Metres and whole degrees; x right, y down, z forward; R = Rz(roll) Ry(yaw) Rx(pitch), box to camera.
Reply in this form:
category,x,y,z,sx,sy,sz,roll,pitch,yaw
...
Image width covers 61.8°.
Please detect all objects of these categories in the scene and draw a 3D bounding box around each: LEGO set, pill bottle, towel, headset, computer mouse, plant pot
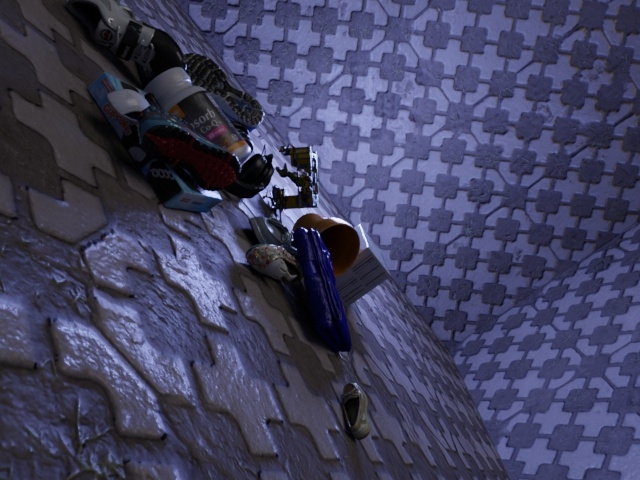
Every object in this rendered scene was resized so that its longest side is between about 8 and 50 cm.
category,x,y,z,sx,sy,sz,roll,pitch,yaw
LEGO set,-0.113,-0.205,1.831,0.331,0.192,0.255,-74,161,-76
pill bottle,-0.320,-0.290,1.373,0.278,0.162,0.162,52,10,-4
towel,0.017,0.133,1.460,0.228,0.076,0.308,56,17,-58
headset,-0.258,-0.235,1.673,0.243,0.185,0.394,54,25,4
computer mouse,-0.367,-0.277,1.113,0.106,0.042,0.193,54,14,3
plant pot,0.000,0.000,1.821,0.205,0.205,0.188,45,-3,-39

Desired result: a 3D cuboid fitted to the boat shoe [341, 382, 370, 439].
category,x,y,z,sx,sy,sz,roll,pitch,yaw
boat shoe,0.074,0.376,1.210,0.048,0.056,0.153,53,16,-29

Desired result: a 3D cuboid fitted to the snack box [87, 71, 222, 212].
category,x,y,z,sx,sy,sz,roll,pitch,yaw
snack box,-0.361,-0.210,1.192,0.322,0.060,0.187,55,11,8

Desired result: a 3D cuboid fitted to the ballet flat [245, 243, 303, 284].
category,x,y,z,sx,sy,sz,roll,pitch,yaw
ballet flat,-0.103,0.065,1.356,0.077,0.091,0.241,52,11,22

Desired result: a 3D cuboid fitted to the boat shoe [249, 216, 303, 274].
category,x,y,z,sx,sy,sz,roll,pitch,yaw
boat shoe,-0.097,0.003,1.560,0.320,0.103,0.118,41,16,-53

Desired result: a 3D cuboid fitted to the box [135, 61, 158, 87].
category,x,y,z,sx,sy,sz,roll,pitch,yaw
box,-0.453,-0.448,1.598,0.183,0.059,0.233,42,14,-48

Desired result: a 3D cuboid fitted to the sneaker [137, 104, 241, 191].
category,x,y,z,sx,sy,sz,roll,pitch,yaw
sneaker,-0.269,-0.202,1.125,0.262,0.104,0.125,35,20,-54

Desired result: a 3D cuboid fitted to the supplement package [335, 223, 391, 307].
category,x,y,z,sx,sy,sz,roll,pitch,yaw
supplement package,0.123,0.087,1.996,0.145,0.204,0.262,49,11,-18

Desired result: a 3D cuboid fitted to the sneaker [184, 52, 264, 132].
category,x,y,z,sx,sy,sz,roll,pitch,yaw
sneaker,-0.342,-0.453,1.708,0.330,0.147,0.130,42,54,-8

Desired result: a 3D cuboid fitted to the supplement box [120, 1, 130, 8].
category,x,y,z,sx,sy,sz,roll,pitch,yaw
supplement box,-0.635,-0.714,1.671,0.036,0.062,0.098,53,10,-10

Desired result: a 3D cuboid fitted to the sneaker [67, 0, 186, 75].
category,x,y,z,sx,sy,sz,roll,pitch,yaw
sneaker,-0.512,-0.526,1.403,0.330,0.122,0.146,37,37,-3
